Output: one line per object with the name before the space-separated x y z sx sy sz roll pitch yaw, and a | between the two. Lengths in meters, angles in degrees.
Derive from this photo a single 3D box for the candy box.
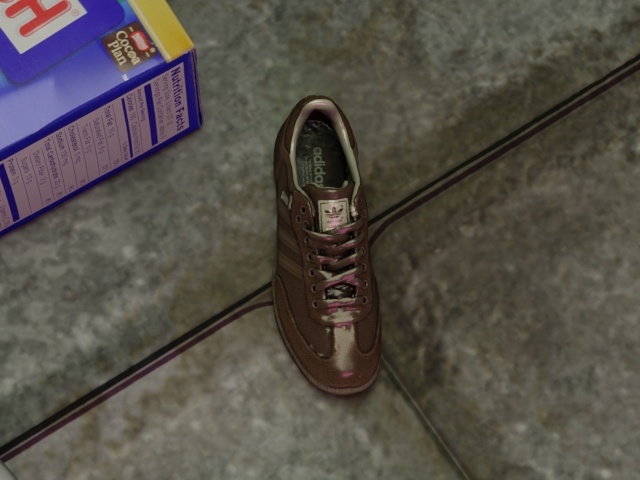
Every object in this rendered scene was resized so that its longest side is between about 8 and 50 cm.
candy box | -0.273 -0.124 1.197 0.317 0.122 0.268 -30 73 -14

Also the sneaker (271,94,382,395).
sneaker | 0.000 0.000 1.190 0.066 0.071 0.188 -8 70 -6

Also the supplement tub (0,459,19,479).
supplement tub | -0.228 0.197 0.999 0.191 0.272 0.191 1 69 -3
